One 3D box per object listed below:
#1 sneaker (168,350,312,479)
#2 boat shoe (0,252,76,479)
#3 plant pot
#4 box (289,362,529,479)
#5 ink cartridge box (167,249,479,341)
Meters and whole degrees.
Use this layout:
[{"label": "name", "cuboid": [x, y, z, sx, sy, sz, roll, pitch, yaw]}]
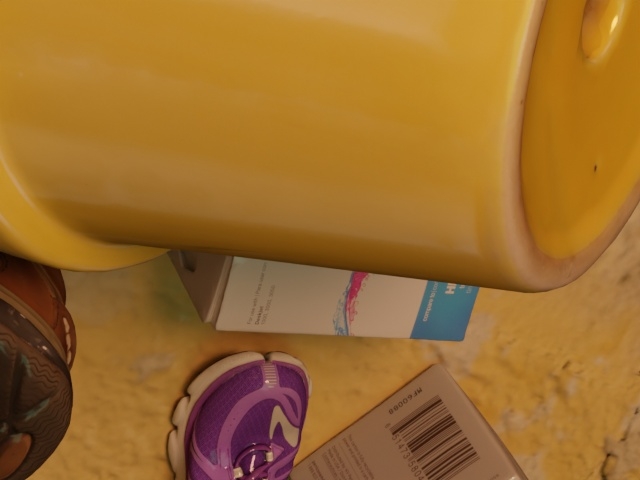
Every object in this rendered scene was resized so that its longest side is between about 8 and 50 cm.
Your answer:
[{"label": "sneaker", "cuboid": [-0.039, 0.131, 0.841, 0.068, 0.071, 0.170, 5, 116, -25]}, {"label": "boat shoe", "cuboid": [-0.237, -0.016, 0.644, 0.324, 0.120, 0.122, 32, 118, -15]}, {"label": "plant pot", "cuboid": [-0.009, -0.097, 0.557, 0.254, 0.239, 0.254, -42, 142, -46]}, {"label": "box", "cuboid": [0.057, 0.140, 0.868, 0.102, 0.101, 0.087, -37, 126, 3]}, {"label": "ink cartridge box", "cuboid": [0.000, 0.000, 0.769, 0.122, 0.088, 0.052, 3, 117, -24]}]
